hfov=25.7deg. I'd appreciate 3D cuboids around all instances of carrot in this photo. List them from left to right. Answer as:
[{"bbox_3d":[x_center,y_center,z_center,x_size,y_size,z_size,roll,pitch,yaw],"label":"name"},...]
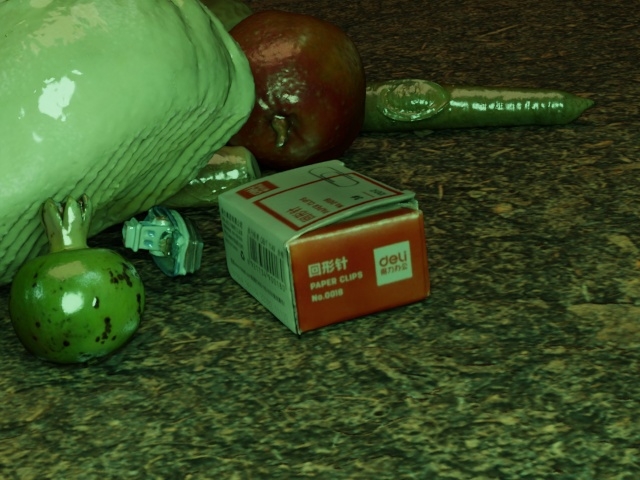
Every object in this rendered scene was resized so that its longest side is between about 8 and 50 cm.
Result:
[{"bbox_3d":[0.161,-0.165,1.717,0.342,0.070,0.070,1,21,16],"label":"carrot"}]

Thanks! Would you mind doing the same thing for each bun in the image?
[{"bbox_3d":[-0.252,-0.118,1.309,0.365,0.219,0.365,-35,-10,-7],"label":"bun"}]

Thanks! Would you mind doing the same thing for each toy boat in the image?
[{"bbox_3d":[-0.156,-0.002,1.357,0.066,0.059,0.140,6,13,-18],"label":"toy boat"}]

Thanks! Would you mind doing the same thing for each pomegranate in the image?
[{"bbox_3d":[-0.205,0.034,1.161,0.115,0.142,0.114,-10,-5,-1],"label":"pomegranate"}]

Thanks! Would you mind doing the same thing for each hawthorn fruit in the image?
[{"bbox_3d":[-0.041,-0.154,1.574,0.197,0.196,0.225,-5,25,3],"label":"hawthorn fruit"}]

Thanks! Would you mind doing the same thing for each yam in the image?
[{"bbox_3d":[-0.241,-0.056,1.525,0.357,0.081,0.081,-5,19,1],"label":"yam"}]

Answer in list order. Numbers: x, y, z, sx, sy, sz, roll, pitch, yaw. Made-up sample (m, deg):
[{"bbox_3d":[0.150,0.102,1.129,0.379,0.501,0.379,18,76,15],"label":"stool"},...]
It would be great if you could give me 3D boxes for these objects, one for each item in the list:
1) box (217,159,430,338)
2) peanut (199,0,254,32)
[{"bbox_3d":[0.000,0.000,1.245,0.133,0.099,0.182,-15,21,-18],"label":"box"},{"bbox_3d":[-0.206,-0.294,2.122,0.136,0.120,0.298,-22,9,35],"label":"peanut"}]
